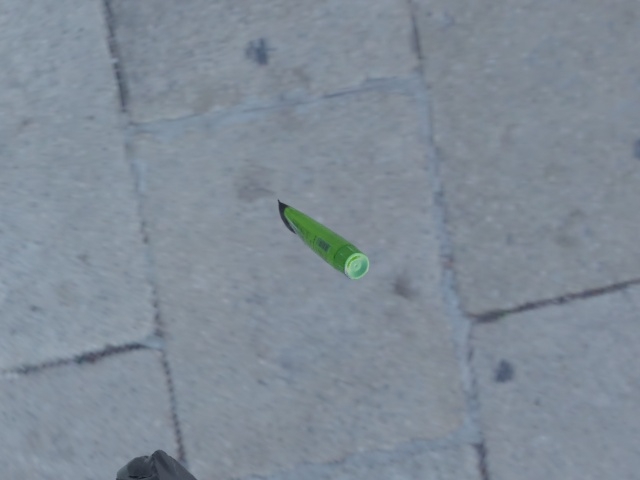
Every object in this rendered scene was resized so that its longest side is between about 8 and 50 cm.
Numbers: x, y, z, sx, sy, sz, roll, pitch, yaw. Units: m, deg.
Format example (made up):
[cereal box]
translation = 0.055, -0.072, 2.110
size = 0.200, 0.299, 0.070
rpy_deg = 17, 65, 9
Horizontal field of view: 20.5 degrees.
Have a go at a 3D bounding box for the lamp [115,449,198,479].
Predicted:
[lamp]
translation = -0.103, 0.255, 0.763
size = 0.124, 0.203, 0.283
rpy_deg = 29, 103, -26

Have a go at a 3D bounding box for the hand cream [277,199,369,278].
[hand cream]
translation = 0.000, 0.000, 1.361
size = 0.023, 0.122, 0.036
rpy_deg = -41, 122, -9
